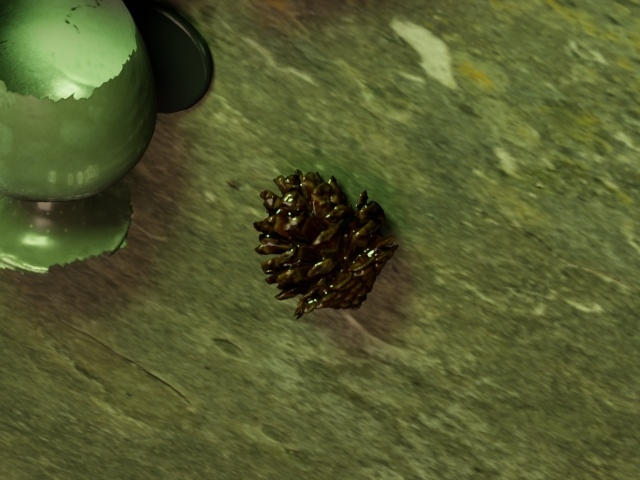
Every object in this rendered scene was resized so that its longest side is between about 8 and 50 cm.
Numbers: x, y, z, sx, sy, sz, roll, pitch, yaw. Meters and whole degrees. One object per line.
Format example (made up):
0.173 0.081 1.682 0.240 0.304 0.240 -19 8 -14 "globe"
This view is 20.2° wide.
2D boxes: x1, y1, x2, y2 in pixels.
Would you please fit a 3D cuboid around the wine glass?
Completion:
-0.294 -0.123 1.929 0.238 0.238 0.323 19 143 5 "wine glass"

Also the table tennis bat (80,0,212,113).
-0.223 -0.227 1.974 0.236 0.027 0.150 40 132 -14 "table tennis bat"

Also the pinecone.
0.000 0.000 2.000 0.173 0.173 0.174 11 131 13 "pinecone"
